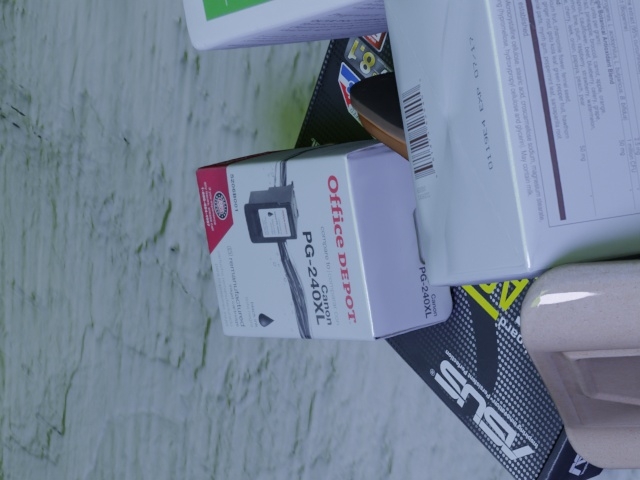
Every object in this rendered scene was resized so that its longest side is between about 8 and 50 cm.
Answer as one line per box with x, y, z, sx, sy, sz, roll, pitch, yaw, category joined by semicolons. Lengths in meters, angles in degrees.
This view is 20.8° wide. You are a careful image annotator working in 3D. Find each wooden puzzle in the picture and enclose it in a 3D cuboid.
0.202;0.047;0.716;0.220;0.239;0.044;-3;70;12;wooden puzzle

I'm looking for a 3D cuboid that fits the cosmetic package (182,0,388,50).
0.096;-0.222;0.827;0.365;0.155;0.197;-12;90;43;cosmetic package

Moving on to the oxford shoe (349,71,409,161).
0.089;-0.030;0.913;0.212;0.076;0.076;35;137;41;oxford shoe

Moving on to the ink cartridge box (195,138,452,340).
0.000;0.000;1.036;0.150;0.063;0.109;-3;98;52;ink cartridge box

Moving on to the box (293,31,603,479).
0.095;-0.021;1.012;0.270;0.060;0.216;47;133;33;box

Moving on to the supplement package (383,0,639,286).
0.167;-0.066;0.729;0.134;0.244;0.139;164;97;-77;supplement package
